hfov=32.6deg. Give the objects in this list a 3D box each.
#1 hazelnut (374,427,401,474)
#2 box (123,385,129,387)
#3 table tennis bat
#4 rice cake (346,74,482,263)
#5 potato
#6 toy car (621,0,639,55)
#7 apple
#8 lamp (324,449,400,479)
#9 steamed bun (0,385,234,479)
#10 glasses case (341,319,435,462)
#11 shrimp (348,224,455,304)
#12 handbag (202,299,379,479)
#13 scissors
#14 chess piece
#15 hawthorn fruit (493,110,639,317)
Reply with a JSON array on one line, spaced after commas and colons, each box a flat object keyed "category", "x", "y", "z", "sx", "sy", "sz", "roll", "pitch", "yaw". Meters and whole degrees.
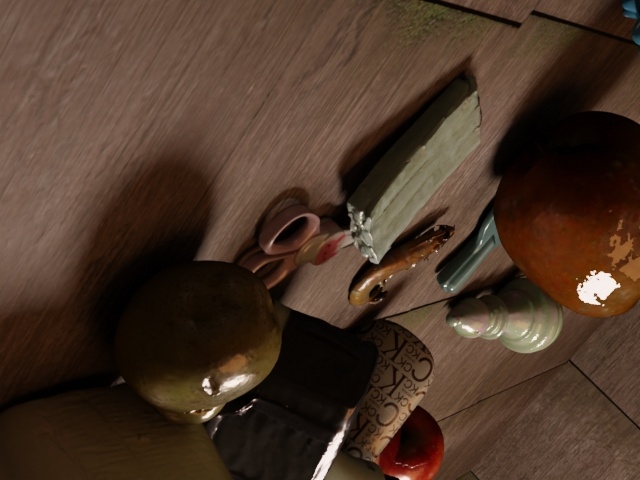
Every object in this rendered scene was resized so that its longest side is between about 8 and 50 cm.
[{"category": "hazelnut", "x": 0.045, "y": 0.304, "z": 1.729, "sx": 0.170, "sy": 0.160, "sz": 0.202, "roll": 121, "pitch": -15, "yaw": -61}, {"category": "box", "x": -0.217, "y": 0.177, "z": 1.178, "sx": 0.083, "sy": 0.012, "sz": 0.046, "roll": -17, "pitch": 144, "yaw": -48}, {"category": "table tennis bat", "x": 0.268, "y": -0.016, "z": 1.676, "sx": 0.244, "sy": 0.040, "sz": 0.153, "roll": -48, "pitch": 158, "yaw": -2}, {"category": "rice cake", "x": 0.111, "y": -0.082, "z": 1.229, "sx": 0.211, "sy": 0.038, "sz": 0.124, "roll": -46, "pitch": 154, "yaw": -17}, {"category": "potato", "x": -0.119, "y": 0.104, "z": 1.040, "sx": 0.157, "sy": 0.157, "sz": 0.194, "roll": -31, "pitch": 157, "yaw": -32}, {"category": "toy car", "x": 0.452, "y": -0.292, "z": 1.298, "sx": 0.190, "sy": 0.188, "sz": 0.255, "roll": -43, "pitch": 162, "yaw": 13}, {"category": "apple", "x": 0.128, "y": 0.375, "z": 1.951, "sx": 0.181, "sy": 0.181, "sz": 0.168, "roll": -29, "pitch": 155, "yaw": -35}, {"category": "lamp", "x": -0.027, "y": 0.317, "z": 1.490, "sx": 0.314, "sy": 0.182, "sz": 0.182, "roll": 10, "pitch": 125, "yaw": -42}, {"category": "steamed bun", "x": -0.210, "y": 0.250, "z": 1.062, "sx": 0.250, "sy": 0.200, "sz": 0.155, "roll": 6, "pitch": 123, "yaw": -48}, {"category": "glasses case", "x": 0.024, "y": 0.274, "z": 1.593, "sx": 0.355, "sy": 0.137, "sz": 0.085, "roll": -52, "pitch": -172, "yaw": 0}, {"category": "shrimp", "x": 0.110, "y": 0.041, "z": 1.498, "sx": 0.178, "sy": 0.034, "sz": 0.124, "roll": -30, "pitch": 158, "yaw": -29}, {"category": "handbag", "x": -0.056, "y": 0.188, "z": 1.268, "sx": 0.181, "sy": 0.181, "sz": 0.254, "roll": -65, "pitch": 180, "yaw": -52}, {"category": "scissors", "x": 0.000, "y": 0.000, "z": 1.224, "sx": 0.242, "sy": 0.030, "sz": 0.118, "roll": -11, "pitch": 141, "yaw": -54}, {"category": "chess piece", "x": 0.307, "y": 0.135, "z": 1.941, "sx": 0.271, "sy": 0.139, "sz": 0.139, "roll": 2, "pitch": 131, "yaw": -47}, {"category": "hawthorn fruit", "x": 0.365, "y": -0.048, "z": 1.501, "sx": 0.268, "sy": 0.301, "sz": 0.268, "roll": -41, "pitch": -155, "yaw": 23}]
